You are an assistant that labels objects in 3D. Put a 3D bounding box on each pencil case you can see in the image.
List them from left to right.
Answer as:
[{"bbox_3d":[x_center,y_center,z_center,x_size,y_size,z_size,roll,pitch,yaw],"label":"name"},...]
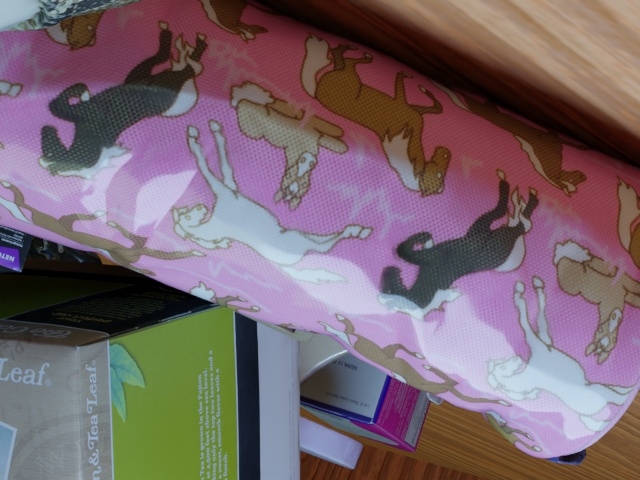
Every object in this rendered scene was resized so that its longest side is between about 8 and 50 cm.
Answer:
[{"bbox_3d":[-0.019,-0.025,0.660,0.386,0.167,0.160,23,-159,-13],"label":"pencil case"}]

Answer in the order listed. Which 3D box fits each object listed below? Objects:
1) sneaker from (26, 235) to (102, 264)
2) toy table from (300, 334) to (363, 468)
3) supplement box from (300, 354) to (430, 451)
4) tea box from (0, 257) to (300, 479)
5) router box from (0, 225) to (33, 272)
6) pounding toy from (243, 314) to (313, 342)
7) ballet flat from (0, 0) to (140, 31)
[{"bbox_3d":[-0.398,0.031,1.769,0.330,0.129,0.147,1,-173,35],"label":"sneaker"},{"bbox_3d":[-0.068,0.106,1.375,0.274,0.161,0.252,21,170,-2],"label":"toy table"},{"bbox_3d":[0.052,0.163,1.566,0.111,0.114,0.220,15,167,20],"label":"supplement box"},{"bbox_3d":[-0.232,0.147,1.148,0.329,0.220,0.323,4,-172,29],"label":"tea box"},{"bbox_3d":[-0.236,-0.044,1.002,0.046,0.133,0.179,20,170,-22],"label":"router box"},{"bbox_3d":[-0.057,-0.036,0.862,0.181,0.094,0.206,25,160,0],"label":"pounding toy"},{"bbox_3d":[-0.221,-0.140,0.371,0.483,0.182,0.164,25,167,-27],"label":"ballet flat"}]
